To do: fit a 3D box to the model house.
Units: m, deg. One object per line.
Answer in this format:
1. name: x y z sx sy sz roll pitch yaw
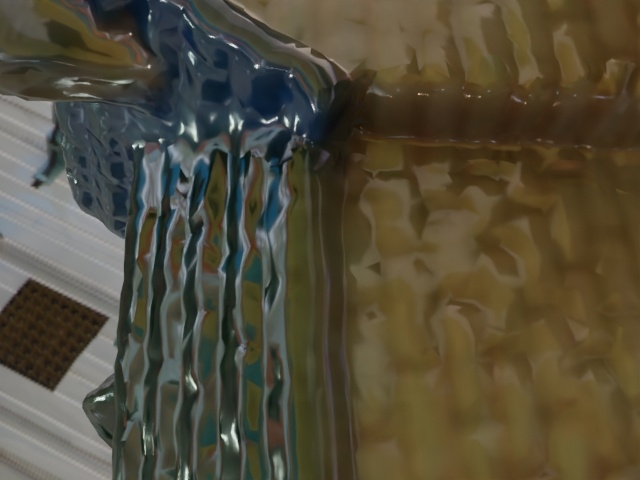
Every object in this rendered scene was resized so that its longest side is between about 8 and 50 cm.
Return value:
1. model house: 0.000 0.000 0.555 0.400 0.395 0.445 1 -111 -16
